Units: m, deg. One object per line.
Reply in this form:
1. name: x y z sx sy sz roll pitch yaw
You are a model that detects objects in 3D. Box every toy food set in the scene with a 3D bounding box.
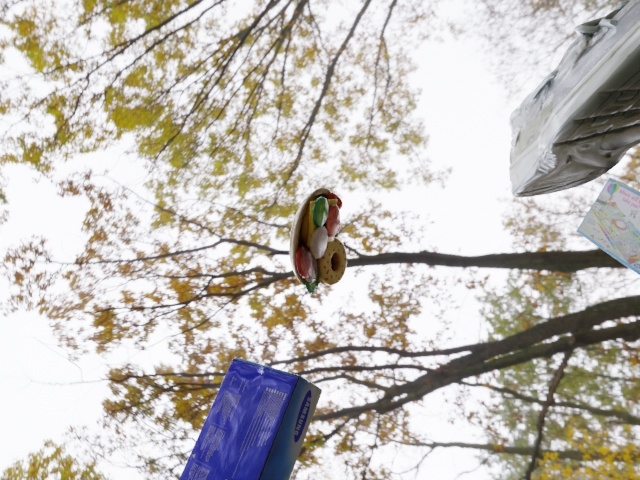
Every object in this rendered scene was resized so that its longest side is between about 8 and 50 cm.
1. toy food set: 0.000 0.000 0.428 0.083 0.020 0.083 -16 -67 -63

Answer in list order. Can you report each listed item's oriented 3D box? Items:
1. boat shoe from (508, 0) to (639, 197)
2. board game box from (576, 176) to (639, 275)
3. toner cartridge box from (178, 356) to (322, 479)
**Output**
1. boat shoe: 0.226 -0.124 0.448 0.118 0.320 0.103 -11 -102 3
2. board game box: 0.478 -0.022 0.835 0.026 0.154 0.103 16 -68 -20
3. toner cartridge box: -0.137 0.376 0.870 0.075 0.165 0.347 44 -119 -43
